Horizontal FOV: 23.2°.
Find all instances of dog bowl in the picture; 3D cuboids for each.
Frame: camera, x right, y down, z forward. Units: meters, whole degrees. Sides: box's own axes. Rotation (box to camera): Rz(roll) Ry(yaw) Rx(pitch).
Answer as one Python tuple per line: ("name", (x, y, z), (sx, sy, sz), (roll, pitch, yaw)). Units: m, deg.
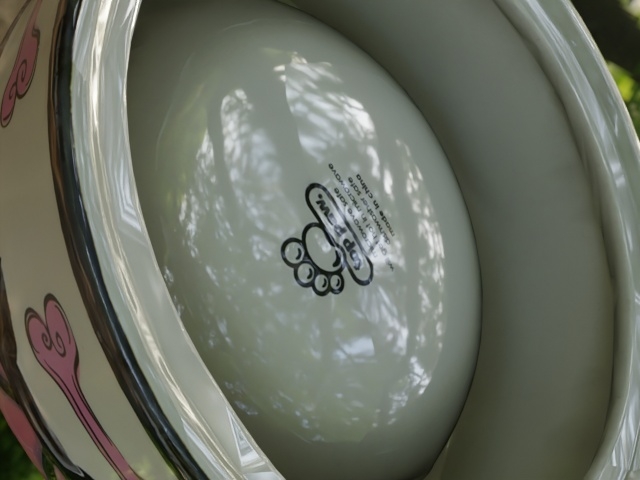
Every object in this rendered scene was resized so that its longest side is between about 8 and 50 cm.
("dog bowl", (0.000, 0.000, 0.778), (0.150, 0.408, 0.408), (-21, -161, 42))
